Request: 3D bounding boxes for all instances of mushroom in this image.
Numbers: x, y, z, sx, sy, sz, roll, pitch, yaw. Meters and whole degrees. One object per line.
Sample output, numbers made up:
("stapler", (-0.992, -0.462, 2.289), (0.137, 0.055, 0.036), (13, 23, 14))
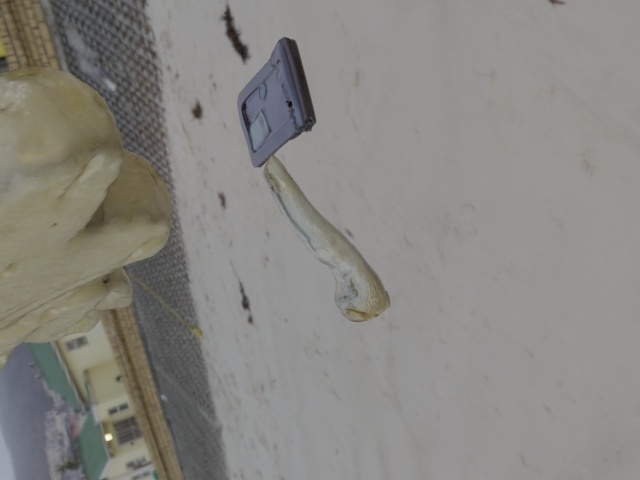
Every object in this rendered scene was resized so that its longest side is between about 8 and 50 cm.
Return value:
("mushroom", (0.000, 0.000, 0.679), (0.202, 0.054, 0.059), (54, 177, -16))

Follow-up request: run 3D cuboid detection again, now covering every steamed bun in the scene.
("steamed bun", (-0.225, -0.004, 0.356), (0.292, 0.295, 0.137), (-39, 76, 30))

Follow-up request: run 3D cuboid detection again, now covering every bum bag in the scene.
("bum bag", (-0.056, -0.160, 0.805), (0.159, 0.026, 0.109), (-28, 74, 59))
